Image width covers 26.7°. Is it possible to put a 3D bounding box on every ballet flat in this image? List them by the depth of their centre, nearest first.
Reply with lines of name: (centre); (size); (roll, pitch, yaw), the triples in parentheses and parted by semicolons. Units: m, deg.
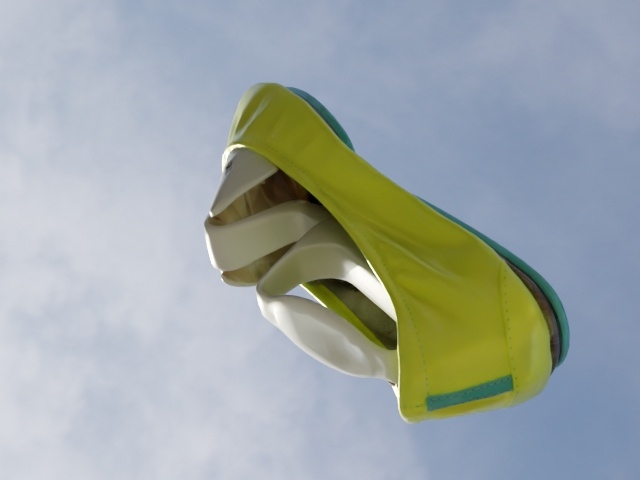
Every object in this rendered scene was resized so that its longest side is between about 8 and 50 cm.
ballet flat: (0.000, 0.000, 0.529); (0.231, 0.077, 0.077); (40, -30, 49)
